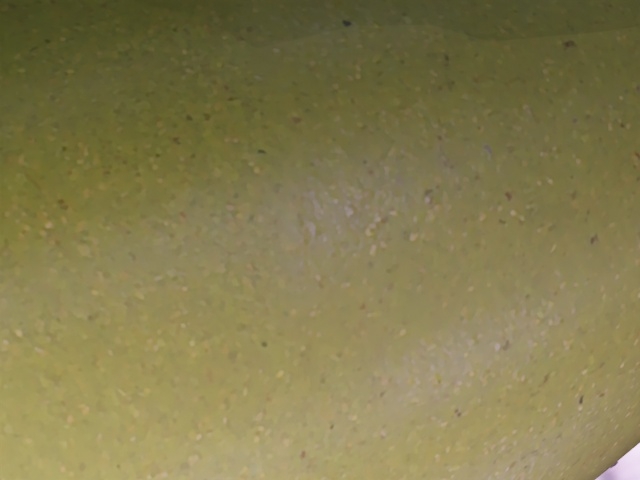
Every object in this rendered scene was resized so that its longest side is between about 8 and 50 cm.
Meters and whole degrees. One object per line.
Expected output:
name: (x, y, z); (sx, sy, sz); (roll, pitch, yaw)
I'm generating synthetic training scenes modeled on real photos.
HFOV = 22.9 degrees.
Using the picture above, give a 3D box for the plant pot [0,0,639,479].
plant pot: (0.000, 0.000, 0.491); (0.293, 0.275, 0.275); (-20, 105, -10)
